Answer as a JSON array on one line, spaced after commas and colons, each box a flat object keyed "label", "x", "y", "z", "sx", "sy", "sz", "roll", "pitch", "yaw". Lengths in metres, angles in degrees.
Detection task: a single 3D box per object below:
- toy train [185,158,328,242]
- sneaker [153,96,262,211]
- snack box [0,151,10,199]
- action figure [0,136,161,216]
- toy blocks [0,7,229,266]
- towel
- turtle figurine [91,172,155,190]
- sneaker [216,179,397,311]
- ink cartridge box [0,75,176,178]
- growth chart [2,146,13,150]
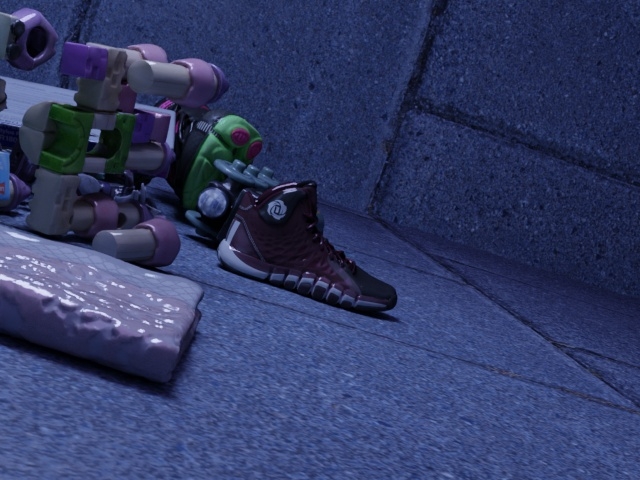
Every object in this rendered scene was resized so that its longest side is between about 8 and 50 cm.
[{"label": "toy train", "x": -0.097, "y": -0.037, "z": 2.168, "sx": 0.190, "sy": 0.142, "sz": 0.334, "roll": 32, "pitch": 7, "yaw": 12}, {"label": "sneaker", "x": -0.242, "y": -0.171, "z": 2.367, "sx": 0.202, "sy": 0.185, "sz": 0.483, "roll": 47, "pitch": -12, "yaw": -7}, {"label": "snack box", "x": -0.481, "y": -0.070, "z": 1.324, "sx": 0.187, "sy": 0.060, "sz": 0.322, "roll": 0, "pitch": 1, "yaw": 16}, {"label": "action figure", "x": -0.347, "y": -0.080, "z": 1.907, "sx": 0.185, "sy": 0.099, "sz": 0.285, "roll": 4, "pitch": -11, "yaw": 44}, {"label": "toy blocks", "x": -0.282, "y": -0.139, "z": 1.749, "sx": 0.309, "sy": 0.288, "sz": 0.260, "roll": 19, "pitch": 12, "yaw": 27}, {"label": "towel", "x": -0.279, "y": 0.039, "z": 1.240, "sx": 0.332, "sy": 0.053, "sz": 0.317, "roll": 17, "pitch": 6, "yaw": -1}, {"label": "turtle figurine", "x": -0.346, "y": -0.145, "z": 2.322, "sx": 0.118, "sy": 0.175, "sz": 0.234, "roll": 35, "pitch": 8, "yaw": -20}, {"label": "sneaker", "x": 0.000, "y": 0.000, "z": 1.909, "sx": 0.281, "sy": 0.162, "sz": 0.106, "roll": 17, "pitch": 6, "yaw": -11}, {"label": "ink cartridge box", "x": -0.396, "y": -0.175, "z": 2.052, "sx": 0.324, "sy": 0.071, "sz": 0.330, "roll": 11, "pitch": 18, "yaw": -9}, {"label": "growth chart", "x": -0.521, "y": -0.136, "z": 2.034, "sx": 0.237, "sy": 0.021, "sz": 0.172, "roll": -4, "pitch": 21, "yaw": -40}]
